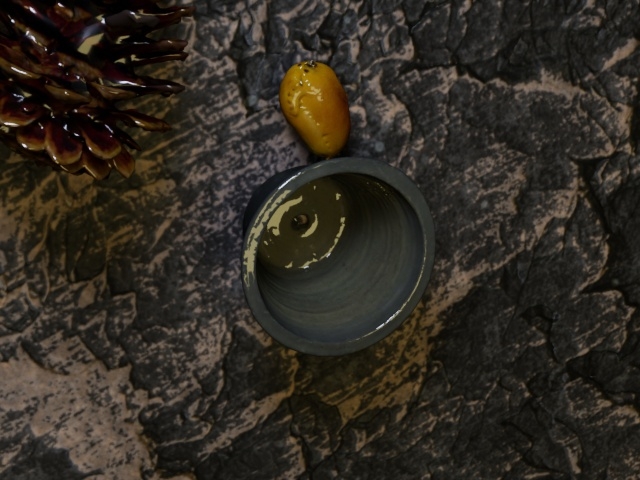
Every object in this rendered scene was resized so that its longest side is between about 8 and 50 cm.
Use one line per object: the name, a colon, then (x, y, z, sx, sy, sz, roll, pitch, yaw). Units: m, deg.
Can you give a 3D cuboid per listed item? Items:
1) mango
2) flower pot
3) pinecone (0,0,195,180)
mango: (-0.005, -0.149, 1.650, 0.077, 0.063, 0.127, -33, 126, -12)
flower pot: (0.000, 0.000, 1.665, 0.235, 0.148, 0.235, -7, 110, -19)
pinecone: (-0.237, -0.209, 1.430, 0.246, 0.246, 0.292, 17, 102, -27)
